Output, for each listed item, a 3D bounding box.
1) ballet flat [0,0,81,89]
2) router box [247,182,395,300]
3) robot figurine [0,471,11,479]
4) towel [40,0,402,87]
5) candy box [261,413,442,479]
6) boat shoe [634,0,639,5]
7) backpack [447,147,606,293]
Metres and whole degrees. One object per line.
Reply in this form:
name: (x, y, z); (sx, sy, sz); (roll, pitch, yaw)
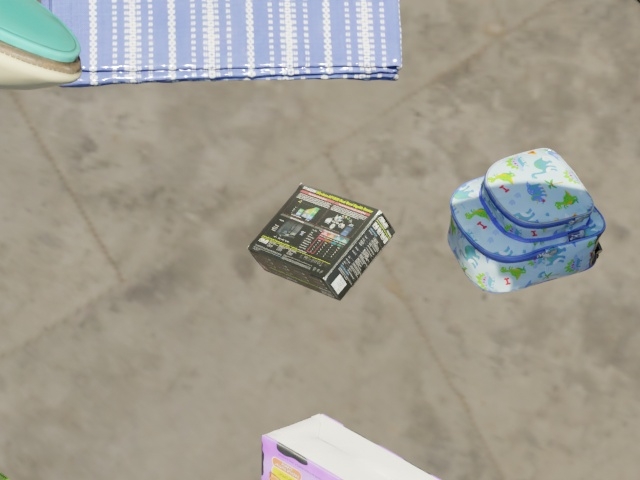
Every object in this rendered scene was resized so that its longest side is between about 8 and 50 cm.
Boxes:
ballet flat: (-0.235, -0.129, 0.852); (0.248, 0.086, 0.086); (34, 84, -8)
router box: (0.000, 0.000, 1.725); (0.092, 0.122, 0.038); (-51, 132, -17)
robot figurine: (-0.092, 0.080, 0.333); (0.067, 0.101, 0.115); (8, 100, -19)
towel: (-0.096, -0.256, 1.655); (0.336, 0.040, 0.243); (-2, 71, -7)
candy box: (0.025, 0.269, 1.468); (0.070, 0.165, 0.196); (-16, 118, -38)
boat shoe: (0.195, -0.146, 0.908); (0.233, 0.084, 0.079); (20, 46, -41)
backpack: (0.165, -0.018, 1.446); (0.114, 0.105, 0.084); (-20, 142, -15)
